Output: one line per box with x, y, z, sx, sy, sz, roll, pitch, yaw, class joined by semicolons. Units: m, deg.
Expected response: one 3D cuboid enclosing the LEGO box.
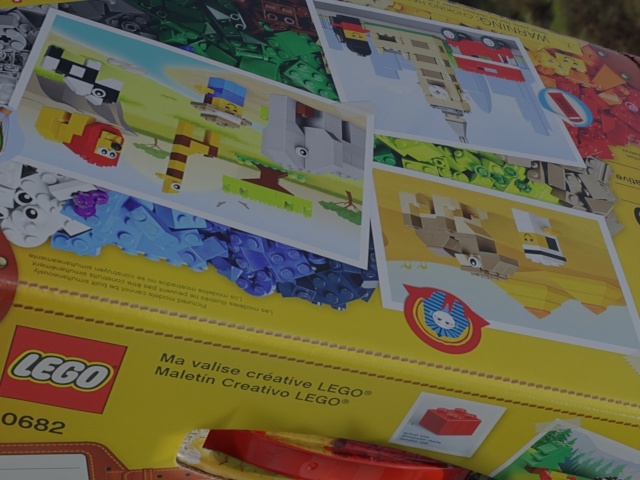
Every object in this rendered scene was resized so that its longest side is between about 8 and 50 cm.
0.000;0.000;0.788;0.500;0.193;0.372;12;41;-17;LEGO box
